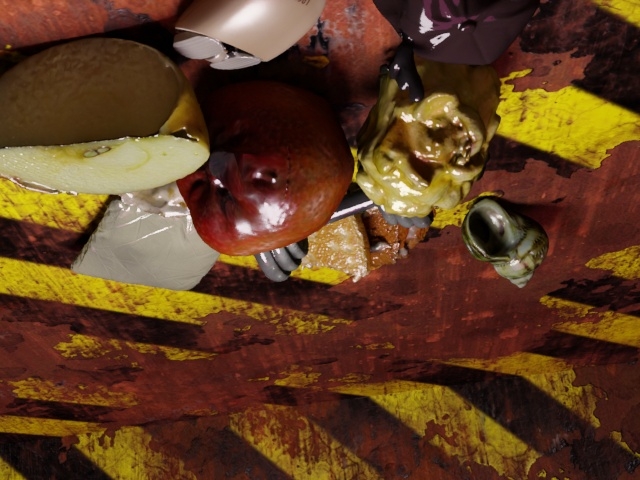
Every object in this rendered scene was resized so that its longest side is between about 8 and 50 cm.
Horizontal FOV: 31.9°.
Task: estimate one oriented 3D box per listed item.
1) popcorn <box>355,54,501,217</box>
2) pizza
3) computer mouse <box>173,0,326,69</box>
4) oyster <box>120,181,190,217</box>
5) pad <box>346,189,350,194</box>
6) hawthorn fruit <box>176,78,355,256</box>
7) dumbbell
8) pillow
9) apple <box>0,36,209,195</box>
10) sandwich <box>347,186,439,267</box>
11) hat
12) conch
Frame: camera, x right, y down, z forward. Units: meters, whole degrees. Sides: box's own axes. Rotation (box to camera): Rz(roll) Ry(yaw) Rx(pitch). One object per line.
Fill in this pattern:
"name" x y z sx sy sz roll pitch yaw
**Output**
"popcorn" 0.168 -0.167 1.760 0.215 0.252 0.286 25 116 13
"pizza" 0.000 0.000 2.154 0.198 0.188 0.062 -15 -178 24
"computer mouse" -0.096 -0.309 1.550 0.236 0.082 0.145 -27 151 36
"oyster" -0.275 -0.126 1.891 0.341 0.110 0.166 7 147 -23
"pad" -0.077 -0.066 2.144 0.245 0.006 0.170 -27 152 12
"hawthorn fruit" -0.089 -0.115 1.786 0.295 0.295 0.311 -11 180 9
"dumbbell" 0.030 -0.056 2.006 0.406 0.179 0.179 -20 154 13
"pillow" -0.323 0.004 2.216 0.280 0.076 0.274 8 144 -28
"apple" -0.337 -0.167 1.643 0.346 0.254 0.179 -7 -159 6
"sandwich" 0.142 -0.034 2.163 0.184 0.160 0.109 -9 177 24
"hat" 0.205 -0.296 1.508 0.238 0.209 0.336 -20 155 20
"conch" 0.375 0.008 2.306 0.187 0.181 0.124 -24 161 -32
